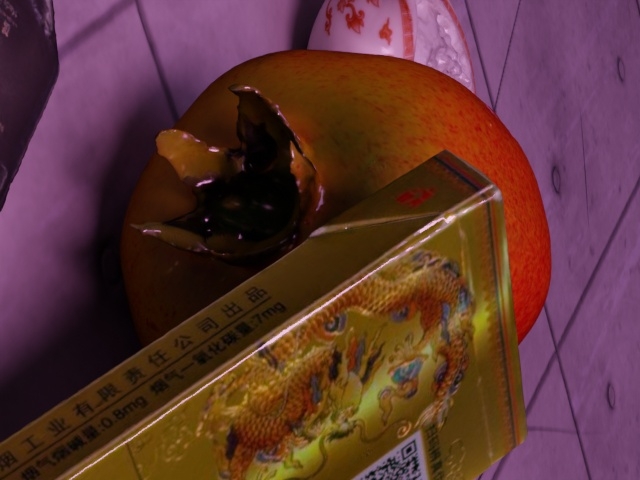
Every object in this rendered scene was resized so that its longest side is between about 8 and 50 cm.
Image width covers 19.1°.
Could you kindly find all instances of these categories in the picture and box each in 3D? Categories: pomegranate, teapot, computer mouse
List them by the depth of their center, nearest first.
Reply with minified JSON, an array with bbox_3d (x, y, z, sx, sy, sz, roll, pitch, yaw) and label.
[{"bbox_3d":[-0.171,-0.064,0.805,0.106,0.062,0.192,50,46,-51],"label":"computer mouse"},{"bbox_3d":[0.000,0.000,0.968,0.256,0.220,0.221,43,46,-60],"label":"pomegranate"},{"bbox_3d":[0.055,-0.094,1.239,0.245,0.116,0.159,47,30,-48],"label":"teapot"}]

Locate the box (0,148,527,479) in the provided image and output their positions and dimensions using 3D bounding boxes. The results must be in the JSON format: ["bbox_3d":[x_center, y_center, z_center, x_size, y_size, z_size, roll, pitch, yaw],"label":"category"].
[{"bbox_3d":[-0.041,0.107,0.818,0.311,0.043,0.173,-34,137,-21],"label":"box"}]
